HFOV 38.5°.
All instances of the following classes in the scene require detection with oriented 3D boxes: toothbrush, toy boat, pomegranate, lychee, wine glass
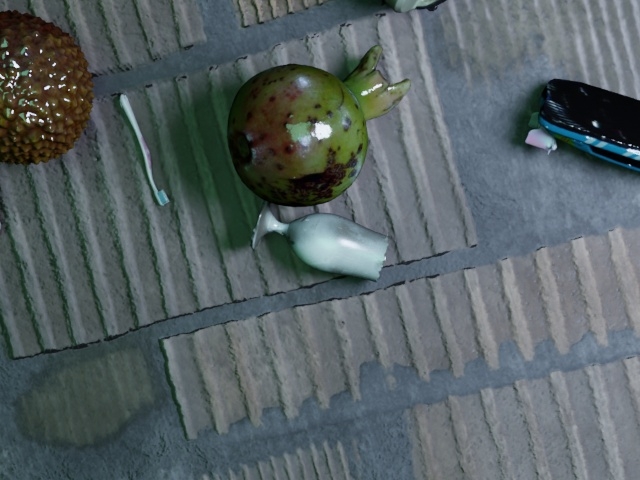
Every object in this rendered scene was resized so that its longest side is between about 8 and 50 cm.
[{"bbox_3d":[-0.306,-0.155,1.577,0.022,0.017,0.204,-21,91,18],"label":"toothbrush"},{"bbox_3d":[0.482,-0.154,1.453,0.299,0.134,0.092,20,132,3],"label":"toy boat"},{"bbox_3d":[-0.014,-0.189,1.465,0.242,0.306,0.242,23,138,23],"label":"pomegranate"},{"bbox_3d":[-0.492,-0.249,1.469,0.268,0.267,0.267,0,93,6],"label":"lychee"},{"bbox_3d":[0.000,0.000,1.511,0.222,0.103,0.103,18,95,3],"label":"wine glass"}]

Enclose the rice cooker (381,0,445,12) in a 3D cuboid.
[{"bbox_3d":[0.141,-0.483,1.410,0.226,0.226,0.244,-41,85,7],"label":"rice cooker"}]
